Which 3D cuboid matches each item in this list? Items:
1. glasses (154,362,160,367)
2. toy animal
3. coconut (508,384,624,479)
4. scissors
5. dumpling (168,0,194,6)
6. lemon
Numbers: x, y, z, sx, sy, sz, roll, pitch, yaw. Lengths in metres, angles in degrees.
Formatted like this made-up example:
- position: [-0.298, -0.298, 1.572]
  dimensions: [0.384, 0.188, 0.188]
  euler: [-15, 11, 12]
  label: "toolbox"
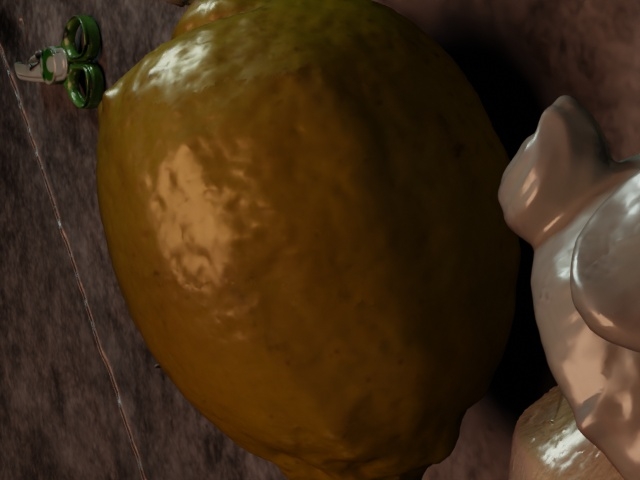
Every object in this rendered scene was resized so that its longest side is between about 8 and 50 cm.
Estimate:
- position: [-0.098, -0.041, 1.211]
  dimensions: [0.268, 0.118, 0.234]
  euler: [66, 147, 24]
  label: "glasses"
- position: [0.222, -0.036, 0.586]
  dimensions: [0.206, 0.271, 0.265]
  euler: [48, 128, 6]
  label: "toy animal"
- position: [0.177, 0.137, 0.750]
  dimensions: [0.171, 0.171, 0.183]
  euler: [30, 125, 53]
  label: "coconut"
- position: [-0.296, -0.195, 1.585]
  dimensions: [0.204, 0.027, 0.101]
  euler: [5, 98, 56]
  label: "scissors"
- position: [-0.052, -0.344, 0.993]
  dimensions: [0.260, 0.181, 0.341]
  euler: [64, 159, 17]
  label: "dumpling"
- position: [-0.002, -0.008, 0.921]
  dimensions: [0.316, 0.285, 0.285]
  euler: [39, 138, 6]
  label: "lemon"
